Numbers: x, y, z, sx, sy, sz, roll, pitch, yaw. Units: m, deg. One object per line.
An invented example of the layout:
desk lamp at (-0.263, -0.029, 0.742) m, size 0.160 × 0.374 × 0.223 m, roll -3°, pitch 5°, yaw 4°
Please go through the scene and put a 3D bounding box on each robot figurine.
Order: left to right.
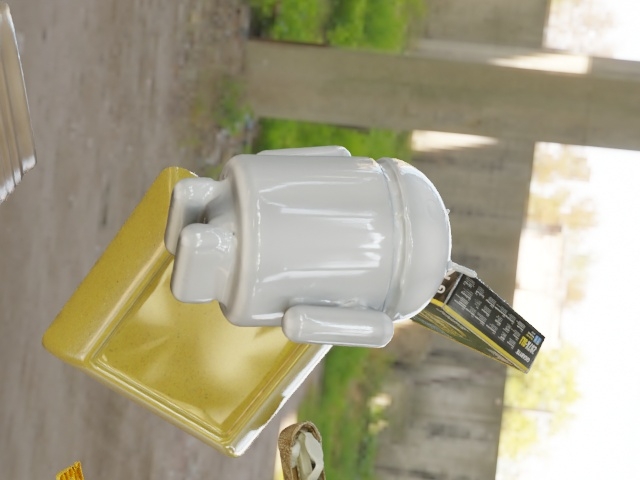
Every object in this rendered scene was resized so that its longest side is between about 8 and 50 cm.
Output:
robot figurine at (0.000, 0.000, 1.650) m, size 0.200 × 0.353 × 0.300 m, roll 108°, pitch -22°, yaw -50°

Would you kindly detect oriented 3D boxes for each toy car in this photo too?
toy car at (-0.278, 0.280, 1.458) m, size 0.040 × 0.060 × 0.122 m, roll -23°, pitch 123°, yaw -47°

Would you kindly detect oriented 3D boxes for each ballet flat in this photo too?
ballet flat at (-0.017, 0.346, 1.992) m, size 0.067 × 0.073 × 0.206 m, roll -48°, pitch -133°, yaw 43°

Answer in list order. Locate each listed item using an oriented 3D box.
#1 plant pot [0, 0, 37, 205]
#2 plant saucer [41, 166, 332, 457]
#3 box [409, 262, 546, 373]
plant pot at (-0.264, -0.101, 0.994) m, size 0.237 × 0.110 × 0.237 m, roll 170°, pitch -90°, yaw -77°
plant saucer at (-0.154, 0.120, 1.873) m, size 0.333 × 0.333 × 0.081 m, roll -52°, pitch -164°, yaw 19°
box at (0.184, 0.089, 2.269) m, size 0.079 × 0.257 × 0.322 m, roll -60°, pitch 142°, yaw -5°
